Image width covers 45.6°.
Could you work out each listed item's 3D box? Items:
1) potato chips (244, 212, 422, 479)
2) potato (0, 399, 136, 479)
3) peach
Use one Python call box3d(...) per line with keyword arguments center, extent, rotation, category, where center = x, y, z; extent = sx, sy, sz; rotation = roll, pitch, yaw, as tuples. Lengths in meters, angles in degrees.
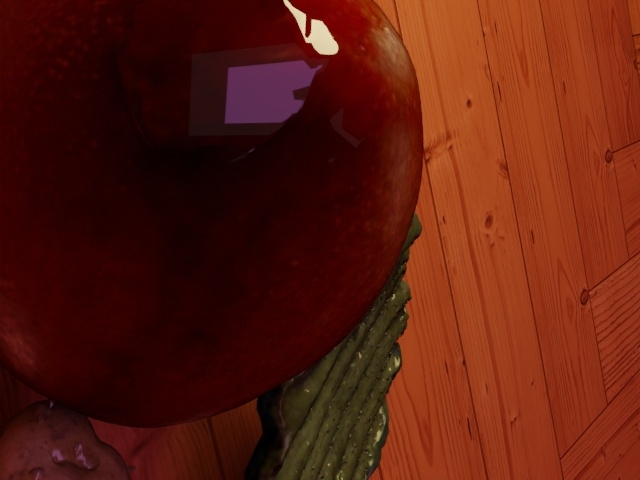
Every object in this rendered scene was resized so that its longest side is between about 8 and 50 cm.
box3d(center=(0.031, 0.172, 0.824), extent=(0.429, 0.070, 0.358), rotation=(-56, 150, -44), category="potato chips")
box3d(center=(-0.207, 0.241, 0.576), extent=(0.128, 0.161, 0.234), rotation=(9, 69, -22), category="potato")
box3d(center=(-0.098, -0.057, 0.565), extent=(0.388, 0.388, 0.388), rotation=(6, 82, -48), category="peach")
